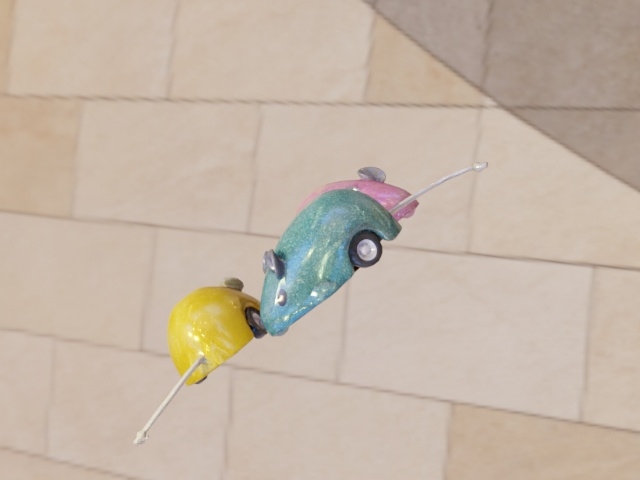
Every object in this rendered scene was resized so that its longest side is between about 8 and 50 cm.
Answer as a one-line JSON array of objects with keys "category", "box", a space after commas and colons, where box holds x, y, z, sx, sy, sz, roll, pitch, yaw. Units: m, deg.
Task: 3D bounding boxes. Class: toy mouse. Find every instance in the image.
[{"category": "toy mouse", "box": [0.000, 0.000, 0.628, 0.143, 0.161, 0.031, -37, 94, 25]}]
